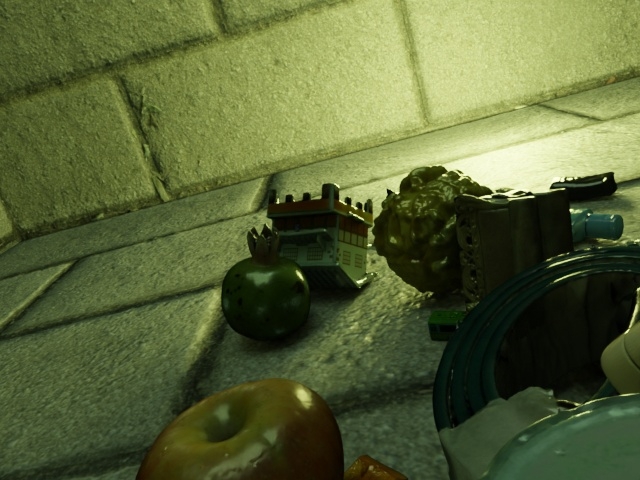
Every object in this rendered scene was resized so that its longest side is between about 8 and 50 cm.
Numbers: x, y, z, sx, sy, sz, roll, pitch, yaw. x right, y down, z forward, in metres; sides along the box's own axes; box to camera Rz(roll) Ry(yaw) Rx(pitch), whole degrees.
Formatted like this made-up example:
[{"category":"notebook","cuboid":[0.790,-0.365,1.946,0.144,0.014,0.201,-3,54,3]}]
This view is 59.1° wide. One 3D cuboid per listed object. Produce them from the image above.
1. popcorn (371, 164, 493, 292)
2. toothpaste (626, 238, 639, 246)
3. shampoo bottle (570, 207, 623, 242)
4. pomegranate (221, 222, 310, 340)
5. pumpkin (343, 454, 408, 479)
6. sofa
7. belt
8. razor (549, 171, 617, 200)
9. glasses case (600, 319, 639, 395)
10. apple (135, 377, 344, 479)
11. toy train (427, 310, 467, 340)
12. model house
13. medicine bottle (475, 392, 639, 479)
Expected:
[{"category":"popcorn","cuboid":[0.220,-0.021,1.097,0.225,0.249,0.249,16,35,40]},{"category":"toothpaste","cuboid":[0.677,-0.010,1.020,0.216,0.037,0.062,-15,18,16]},{"category":"shampoo bottle","cuboid":[0.500,-0.034,1.197,0.104,0.061,0.259,-29,23,-37]},{"category":"pomegranate","cuboid":[-0.107,0.082,1.102,0.187,0.225,0.187,0,18,0]},{"category":"pumpkin","cuboid":[0.044,0.290,0.665,0.101,0.035,0.073,-31,21,-34]},{"category":"sofa","cuboid":[0.344,0.007,0.903,0.182,0.199,0.258,-6,3,35]},{"category":"belt","cuboid":[0.291,0.168,0.598,0.300,0.173,0.436,-3,23,38]},{"category":"razor","cuboid":[0.640,-0.132,1.376,0.148,0.054,0.090,-3,22,31]},{"category":"glasses case","cuboid":[0.358,0.168,0.367,0.144,0.076,0.336,-26,64,-26]},{"category":"apple","cuboid":[-0.080,0.264,0.615,0.235,0.173,0.210,-23,16,-14]},{"category":"toy train","cuboid":[0.279,0.135,0.909,0.209,0.042,0.044,-4,22,32]},{"category":"model house","cuboid":[0.000,0.000,1.271,0.224,0.215,0.198,-2,-9,34]},{"category":"medicine bottle","cuboid":[0.191,0.246,0.259,0.245,0.289,0.245,-15,18,5]}]
